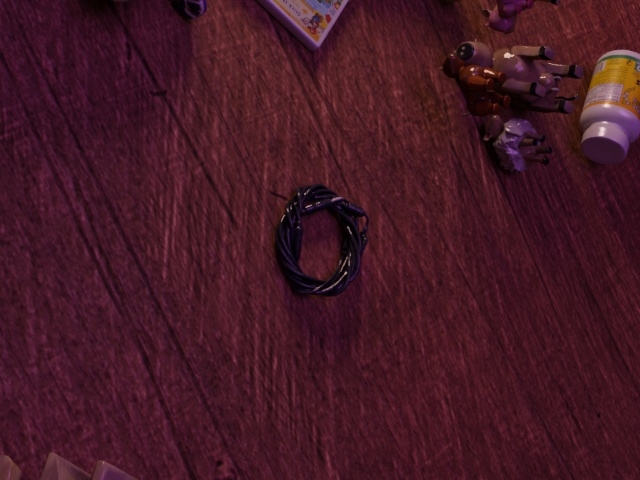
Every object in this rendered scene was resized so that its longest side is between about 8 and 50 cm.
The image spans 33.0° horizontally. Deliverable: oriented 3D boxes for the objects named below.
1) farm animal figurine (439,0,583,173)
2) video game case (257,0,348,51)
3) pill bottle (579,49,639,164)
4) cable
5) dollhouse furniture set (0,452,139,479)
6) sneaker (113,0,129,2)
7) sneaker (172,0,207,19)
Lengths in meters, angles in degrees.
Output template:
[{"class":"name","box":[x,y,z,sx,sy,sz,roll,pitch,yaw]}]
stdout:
[{"class":"farm animal figurine","box":[0.332,-0.331,1.917,0.327,0.172,0.330,41,71,-40]},{"class":"video game case","box":[-0.045,-0.456,1.777,0.227,0.026,0.206,41,58,-20]},{"class":"pill bottle","box":[0.568,-0.255,2.089,0.117,0.117,0.208,35,60,-23]},{"class":"cable","box":[0.000,0.000,1.676,0.150,0.047,0.185,38,60,-21]},{"class":"dollhouse furniture set","box":[-0.311,0.404,1.181,0.394,0.362,0.257,50,48,-50]},{"class":"sneaker","box":[-0.217,-0.460,1.525,0.106,0.123,0.290,41,60,-22]},{"class":"sneaker","box":[-0.200,-0.420,1.637,0.071,0.068,0.170,-14,85,-42]}]
